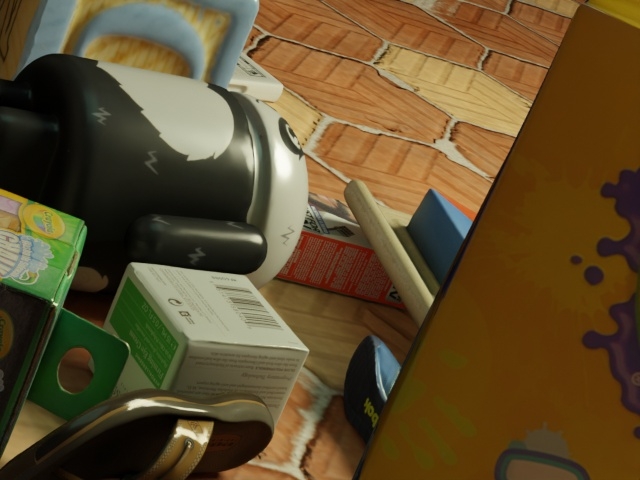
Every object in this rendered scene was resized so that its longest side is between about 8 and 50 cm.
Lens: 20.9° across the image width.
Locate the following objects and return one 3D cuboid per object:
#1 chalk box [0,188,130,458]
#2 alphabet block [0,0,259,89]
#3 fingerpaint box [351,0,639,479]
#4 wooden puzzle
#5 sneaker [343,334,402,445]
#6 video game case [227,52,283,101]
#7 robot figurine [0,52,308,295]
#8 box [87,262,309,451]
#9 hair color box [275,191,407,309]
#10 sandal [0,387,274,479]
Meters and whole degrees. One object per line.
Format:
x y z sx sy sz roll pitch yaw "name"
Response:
-0.221 0.045 1.038 0.213 0.132 0.132 22 21 -8 "chalk box"
-0.191 -0.194 1.572 0.192 0.193 0.197 15 22 -26 "alphabet block"
0.127 0.081 0.883 0.163 0.444 0.371 25 21 7 "fingerpaint box"
0.208 0.075 1.415 0.348 0.080 0.322 22 23 -30 "wooden puzzle"
0.059 0.126 1.260 0.059 0.053 0.144 12 32 -27 "sneaker"
-0.182 -0.219 1.881 0.206 0.026 0.227 2 31 -46 "video game case"
-0.141 -0.046 1.282 0.278 0.173 0.209 9 60 -33 "robot figurine"
-0.084 0.079 1.165 0.102 0.087 0.101 7 26 -36 "box"
0.000 0.000 1.500 0.167 0.053 0.093 16 22 -25 "hair color box"
-0.101 0.136 1.045 0.219 0.090 0.060 7 48 -54 "sandal"
